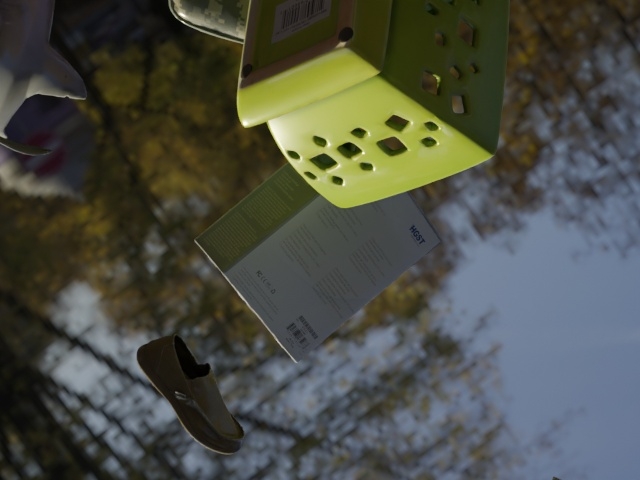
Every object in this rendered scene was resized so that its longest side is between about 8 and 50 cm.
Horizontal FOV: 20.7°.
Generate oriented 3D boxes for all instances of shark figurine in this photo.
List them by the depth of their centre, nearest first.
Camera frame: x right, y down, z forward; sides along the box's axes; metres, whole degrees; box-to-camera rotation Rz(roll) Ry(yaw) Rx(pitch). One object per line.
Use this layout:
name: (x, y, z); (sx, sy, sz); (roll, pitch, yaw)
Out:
shark figurine: (-0.274, -0.145, 1.627); (0.166, 0.116, 0.278); (-76, -173, -45)

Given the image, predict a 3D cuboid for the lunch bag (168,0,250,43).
lunch bag: (-0.040, -0.404, 2.096); (0.256, 0.212, 0.305); (-77, -178, -64)

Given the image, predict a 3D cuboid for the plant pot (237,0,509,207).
plant pot: (0.046, -0.195, 1.824); (0.228, 0.207, 0.227); (-18, -127, 40)

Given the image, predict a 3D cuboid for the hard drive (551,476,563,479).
hard drive: (0.385, 0.362, 1.915); (0.210, 0.318, 0.040); (87, 29, -70)

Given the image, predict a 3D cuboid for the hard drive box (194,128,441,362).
hard drive box: (0.000, 0.000, 2.063); (0.232, 0.181, 0.089); (-39, -142, -4)

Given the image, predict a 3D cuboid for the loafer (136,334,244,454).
loafer: (-0.127, 0.157, 1.794); (0.050, 0.148, 0.056); (-40, -174, 23)
